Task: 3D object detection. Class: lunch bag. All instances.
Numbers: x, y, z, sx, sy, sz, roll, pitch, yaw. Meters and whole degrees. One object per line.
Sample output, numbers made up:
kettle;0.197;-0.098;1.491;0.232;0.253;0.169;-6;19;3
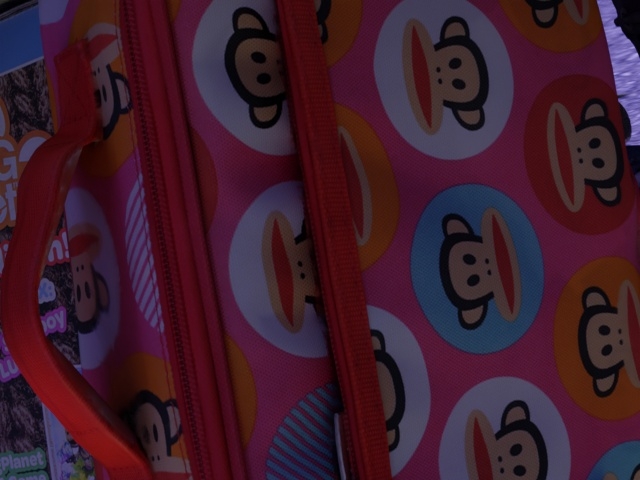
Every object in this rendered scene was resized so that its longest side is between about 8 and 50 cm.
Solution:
lunch bag;0.000;0.000;0.627;0.258;0.293;0.120;-8;177;-36

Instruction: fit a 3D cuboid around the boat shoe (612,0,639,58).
boat shoe;0.182;-0.121;0.786;0.102;0.092;0.285;-15;174;14

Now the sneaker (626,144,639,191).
sneaker;0.190;-0.027;0.769;0.130;0.323;0.236;26;-162;-26

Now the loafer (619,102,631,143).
loafer;0.187;-0.079;1.336;0.148;0.056;0.050;-8;166;-31

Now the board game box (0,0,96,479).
board game box;-0.080;0.043;0.834;0.141;0.291;0.232;-15;172;34
